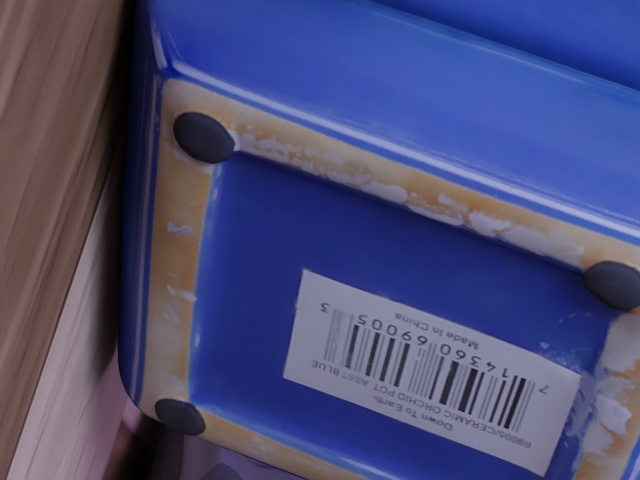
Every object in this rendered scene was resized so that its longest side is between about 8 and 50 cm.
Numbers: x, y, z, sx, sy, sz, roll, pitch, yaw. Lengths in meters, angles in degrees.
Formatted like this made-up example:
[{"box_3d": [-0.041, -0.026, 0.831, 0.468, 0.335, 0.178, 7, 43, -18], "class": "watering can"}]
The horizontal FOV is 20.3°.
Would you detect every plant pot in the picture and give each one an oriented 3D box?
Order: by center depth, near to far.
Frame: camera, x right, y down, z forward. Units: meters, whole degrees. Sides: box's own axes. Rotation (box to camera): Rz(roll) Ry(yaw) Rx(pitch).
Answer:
[{"box_3d": [0.057, -0.032, 0.615, 0.236, 0.236, 0.212, 101, 12, -47], "class": "plant pot"}]

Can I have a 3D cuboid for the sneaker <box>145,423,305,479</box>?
[{"box_3d": [-0.055, 0.128, 0.789, 0.115, 0.105, 0.281, -38, -162, 25], "class": "sneaker"}]
